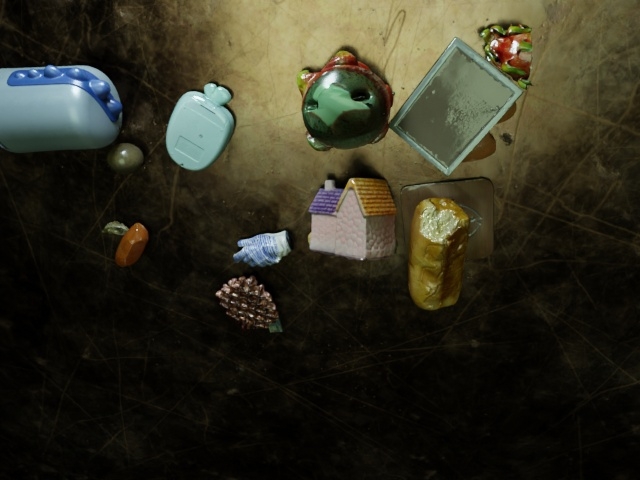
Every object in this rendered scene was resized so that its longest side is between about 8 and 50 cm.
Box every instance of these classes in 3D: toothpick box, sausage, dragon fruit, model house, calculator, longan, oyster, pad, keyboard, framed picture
[{"bbox_3d":[-0.737,-0.381,1.343,0.353,0.263,0.263,0,120,6],"label":"toothpick box"},{"bbox_3d":[-0.663,0.021,1.664,0.089,0.089,0.179,32,115,-11],"label":"sausage"},{"bbox_3d":[0.486,-0.478,1.203,0.174,0.142,0.138,29,158,20],"label":"dragon fruit"},{"bbox_3d":[0.107,-0.075,1.459,0.236,0.202,0.238,10,102,43],"label":"model house"},{"bbox_3d":[0.062,-0.374,1.313,0.294,0.130,0.269,22,126,-6],"label":"dragon fruit"},{"bbox_3d":[-0.365,-0.339,1.434,0.183,0.042,0.295,30,121,-10],"label":"calculator"},{"bbox_3d":[-0.608,-0.254,1.493,0.106,0.106,0.119,-13,157,15],"label":"longan"},{"bbox_3d":[-0.716,-0.040,1.675,0.080,0.038,0.083,-30,138,32],"label":"oyster"},{"bbox_3d":[0.407,-0.055,1.512,0.283,0.018,0.287,-5,120,11],"label":"pad"},{"bbox_3d":[-0.189,0.279,1.795,0.055,0.014,0.176,-6,119,15],"label":"keyboard"},{"bbox_3d":[0.363,-0.360,1.306,0.232,0.019,0.296,42,118,4],"label":"framed picture"}]

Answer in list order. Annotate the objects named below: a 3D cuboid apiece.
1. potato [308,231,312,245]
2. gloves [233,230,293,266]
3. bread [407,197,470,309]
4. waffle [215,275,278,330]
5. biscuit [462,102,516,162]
[{"bbox_3d":[0.000,0.000,1.582,0.083,0.063,0.068,15,140,-26],"label":"potato"},{"bbox_3d":[-0.200,0.033,1.613,0.228,0.097,0.119,-21,86,24],"label":"gloves"},{"bbox_3d":[0.348,0.042,1.461,0.148,0.195,0.345,-8,120,-10],"label":"bread"},{"bbox_3d":[-0.265,0.237,1.750,0.221,0.055,0.234,-27,107,29],"label":"waffle"},{"bbox_3d":[0.457,-0.317,1.341,0.186,0.036,0.192,-5,120,10],"label":"biscuit"}]
